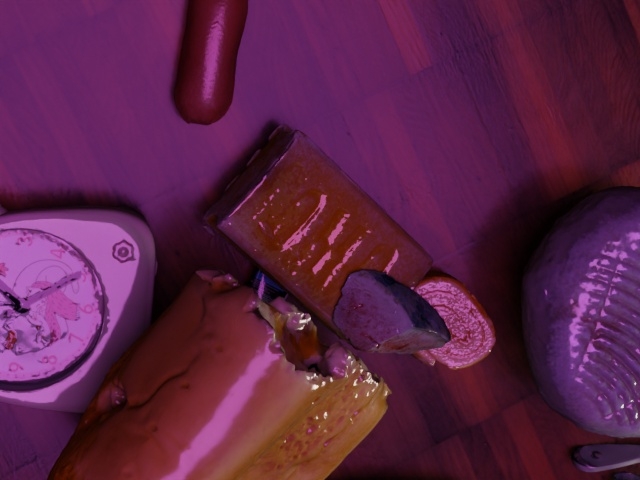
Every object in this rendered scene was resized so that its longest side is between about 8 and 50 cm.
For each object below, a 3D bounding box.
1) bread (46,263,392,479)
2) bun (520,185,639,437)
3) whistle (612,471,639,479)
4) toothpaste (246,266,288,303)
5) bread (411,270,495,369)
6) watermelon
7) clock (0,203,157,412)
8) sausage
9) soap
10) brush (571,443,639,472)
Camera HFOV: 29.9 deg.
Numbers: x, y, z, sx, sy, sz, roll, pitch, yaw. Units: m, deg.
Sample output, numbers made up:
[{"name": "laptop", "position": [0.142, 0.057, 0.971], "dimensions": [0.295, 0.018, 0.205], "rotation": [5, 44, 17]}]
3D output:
[{"name": "bread", "position": [-0.149, 0.223, 1.445], "dimensions": [0.394, 0.361, 0.250], "rotation": [-47, 62, 1]}, {"name": "bun", "position": [0.421, 0.102, 1.653], "dimensions": [0.354, 0.194, 0.354], "rotation": [-2, 99, -14]}, {"name": "whistle", "position": [0.440, 0.502, 1.797], "dimensions": [0.062, 0.062, 0.312], "rotation": [7, 99, -13]}, {"name": "toothpaste", "position": [-0.079, 0.086, 1.628], "dimensions": [0.071, 0.045, 0.193], "rotation": [27, 89, -24]}, {"name": "bread", "position": [0.164, 0.113, 1.669], "dimensions": [0.122, 0.073, 0.149], "rotation": [-39, 103, 3]}, {"name": "watermelon", "position": [0.104, 0.111, 1.579], "dimensions": [0.180, 0.081, 0.094], "rotation": [17, 123, -19]}, {"name": "clock", "position": [-0.375, 0.077, 1.529], "dimensions": [0.324, 0.108, 0.265], "rotation": [5, 100, -12]}, {"name": "sausage", "position": [-0.141, -0.243, 1.538], "dimensions": [0.077, 0.077, 0.194], "rotation": [8, 98, -13]}, {"name": "soap", "position": [0.000, 0.000, 1.582], "dimensions": [0.274, 0.089, 0.173], "rotation": [42, 84, -25]}, {"name": "brush", "position": [0.515, 0.326, 1.788], "dimensions": [0.297, 0.068, 0.060], "rotation": [-4, 123, -7]}]
